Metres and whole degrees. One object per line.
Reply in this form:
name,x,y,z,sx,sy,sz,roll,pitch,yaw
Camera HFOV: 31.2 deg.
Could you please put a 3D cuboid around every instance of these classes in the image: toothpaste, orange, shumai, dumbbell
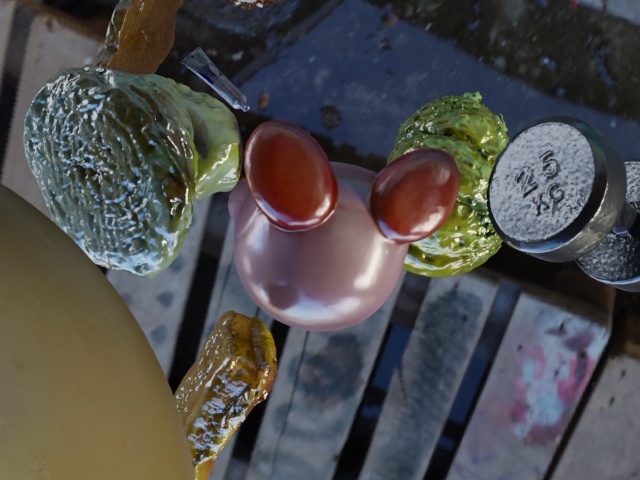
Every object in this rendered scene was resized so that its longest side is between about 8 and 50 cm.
toothpaste,-0.178,-0.276,1.982,0.045,0.028,0.170,-41,62,-7
orange,0.210,-0.083,1.852,0.223,0.301,0.300,17,147,1
shumai,-0.257,-0.128,1.731,0.304,0.263,0.309,29,121,24
dumbbell,0.305,-0.036,1.272,0.218,0.153,0.152,18,132,-42

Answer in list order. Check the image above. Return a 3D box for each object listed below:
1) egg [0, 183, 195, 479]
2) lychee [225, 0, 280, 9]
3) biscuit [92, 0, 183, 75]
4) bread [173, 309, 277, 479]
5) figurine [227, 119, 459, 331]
egg,-0.221,0.115,0.568,0.374,0.301,0.301,40,121,8
lychee,-0.090,-0.511,1.875,0.235,0.236,0.271,27,92,5
biscuit,-0.308,-0.348,1.928,0.041,0.290,0.208,22,151,11
bread,-0.137,0.218,1.389,0.077,0.139,0.271,22,116,-17
figurine,0.002,0.003,1.415,0.269,0.211,0.261,9,162,-19
